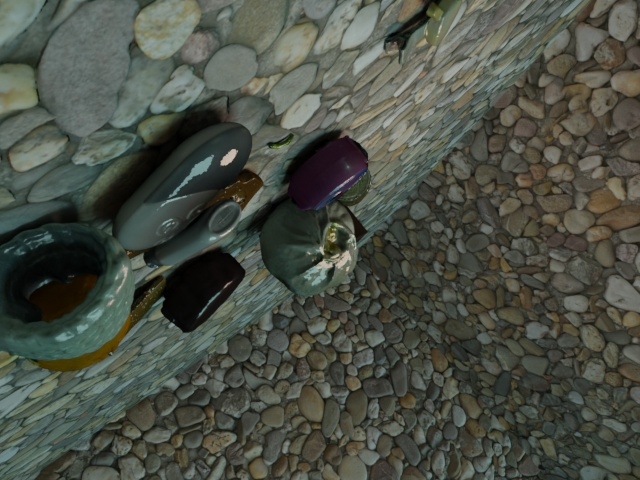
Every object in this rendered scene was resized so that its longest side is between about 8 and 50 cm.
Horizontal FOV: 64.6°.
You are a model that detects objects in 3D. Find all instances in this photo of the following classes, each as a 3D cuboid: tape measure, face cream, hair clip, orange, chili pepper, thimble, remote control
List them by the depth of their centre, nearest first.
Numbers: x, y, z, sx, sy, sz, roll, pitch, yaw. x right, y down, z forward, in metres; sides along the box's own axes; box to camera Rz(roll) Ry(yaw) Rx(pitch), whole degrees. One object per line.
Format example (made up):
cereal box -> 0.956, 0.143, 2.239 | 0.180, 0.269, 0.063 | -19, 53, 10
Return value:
thimble -> -0.438, 0.089, 0.842 | 0.250, 0.204, 0.172 | -29, 166, -26
remote control -> -0.259, -0.099, 0.958 | 0.332, 0.103, 0.221 | -43, 179, 14
orange -> -0.499, 0.162, 1.030 | 0.219, 0.193, 0.219 | -55, 179, -2
face cream -> -0.300, -0.003, 1.135 | 0.291, 0.071, 0.144 | -24, -161, 40
hair clip -> 0.249, -0.502, 1.169 | 0.218, 0.071, 0.159 | -42, 169, -10
chili pepper -> -0.094, -0.234, 1.217 | 0.083, 0.017, 0.030 | -30, 165, -43
tape measure -> 0.015, -0.192, 1.480 | 0.232, 0.149, 0.245 | -34, 177, -44

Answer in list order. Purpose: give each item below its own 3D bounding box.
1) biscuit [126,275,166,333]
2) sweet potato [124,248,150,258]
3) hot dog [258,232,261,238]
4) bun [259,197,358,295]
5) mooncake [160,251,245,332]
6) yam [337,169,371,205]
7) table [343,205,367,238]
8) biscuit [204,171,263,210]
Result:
biscuit -> -0.525, 0.204, 1.430 | 0.236, 0.026, 0.131 | -51, 175, -27
sweet potato -> -0.428, 0.027, 1.054 | 0.068, 0.059, 0.206 | -2, -171, 29
hot dog -> -0.119, -0.061, 1.776 | 0.250, 0.076, 0.104 | -27, -176, -38
bun -> -0.020, 0.013, 1.660 | 0.362, 0.361, 0.211 | -34, -155, -28
mooncake -> -0.369, 0.154, 1.596 | 0.283, 0.141, 0.283 | -46, 178, -3
yam -> 0.104, -0.198, 1.762 | 0.154, 0.154, 0.254 | -40, 173, 3
table -> 0.000, 0.000, 2.153 | 0.282, 0.196, 0.250 | -27, 165, -43
biscuit -> -0.241, -0.099, 1.233 | 0.182, 0.034, 0.215 | -46, 166, 31
